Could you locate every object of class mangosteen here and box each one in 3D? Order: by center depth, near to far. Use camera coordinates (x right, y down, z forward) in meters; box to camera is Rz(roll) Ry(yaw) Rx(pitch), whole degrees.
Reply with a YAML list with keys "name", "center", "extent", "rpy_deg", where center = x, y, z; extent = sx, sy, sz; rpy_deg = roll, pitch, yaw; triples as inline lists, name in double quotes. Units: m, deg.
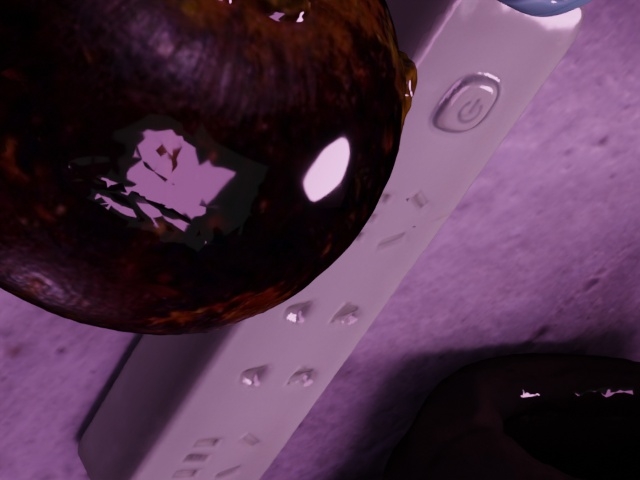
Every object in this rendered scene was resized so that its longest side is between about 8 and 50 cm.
- name: "mangosteen"
  center: [-0.080, -0.047, 0.475]
  extent: [0.192, 0.192, 0.217]
  rpy_deg: [7, 150, -36]

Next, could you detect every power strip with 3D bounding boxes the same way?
- name: "power strip"
  center: [0.000, 0.000, 0.645]
  extent: [0.091, 0.062, 0.385]
  rpy_deg: [9, 126, -40]

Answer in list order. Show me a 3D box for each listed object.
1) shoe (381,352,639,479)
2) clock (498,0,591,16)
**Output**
- name: "shoe"
  center: [0.200, 0.191, 0.871]
  extent: [0.384, 0.171, 0.237]
  rpy_deg: [12, 128, -29]
- name: "clock"
  center: [0.113, -0.162, 0.493]
  extent: [0.147, 0.108, 0.045]
  rpy_deg: [-30, 164, 29]
